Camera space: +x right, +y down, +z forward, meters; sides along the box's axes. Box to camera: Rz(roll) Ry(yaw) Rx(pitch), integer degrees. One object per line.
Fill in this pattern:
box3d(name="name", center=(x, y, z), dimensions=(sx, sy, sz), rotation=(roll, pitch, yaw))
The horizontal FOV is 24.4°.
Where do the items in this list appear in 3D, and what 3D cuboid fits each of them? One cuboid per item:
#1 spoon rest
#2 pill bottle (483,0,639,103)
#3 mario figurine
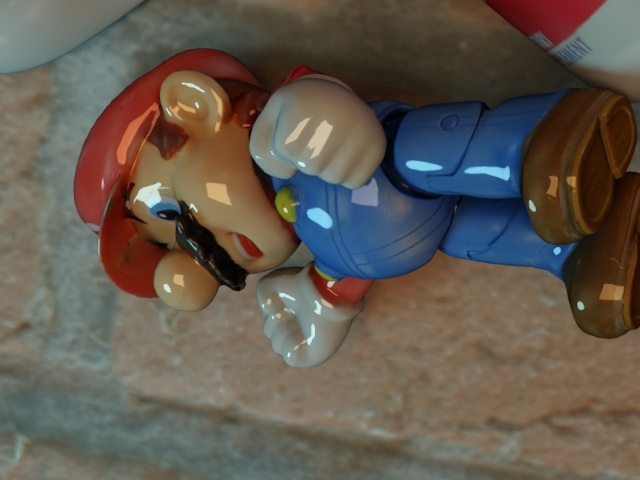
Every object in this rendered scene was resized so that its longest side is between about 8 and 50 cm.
box3d(name="spoon rest", center=(-0.126, -0.170, 0.834), dimensions=(0.276, 0.084, 0.137), rotation=(-4, 98, 24))
box3d(name="pill bottle", center=(0.061, -0.270, 0.685), dimensions=(0.407, 0.229, 0.229), rotation=(39, 104, -3))
box3d(name="mario figurine", center=(0.000, 0.000, 0.756), dimensions=(0.320, 0.170, 0.198), rotation=(5, 112, 33))
